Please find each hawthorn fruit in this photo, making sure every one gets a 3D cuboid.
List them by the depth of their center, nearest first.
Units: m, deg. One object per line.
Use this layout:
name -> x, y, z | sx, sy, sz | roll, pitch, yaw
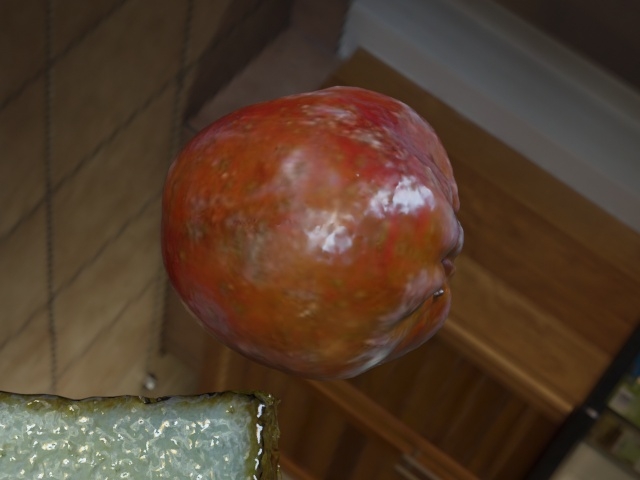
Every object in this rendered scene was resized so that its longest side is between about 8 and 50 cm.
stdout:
hawthorn fruit -> 0.000, 0.000, 1.252 | 0.284, 0.284, 0.284 | -51, 167, -17

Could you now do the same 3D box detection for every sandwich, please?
sandwich -> -0.160, 0.214, 0.914 | 0.095, 0.273, 0.249 | 88, 3, -69
